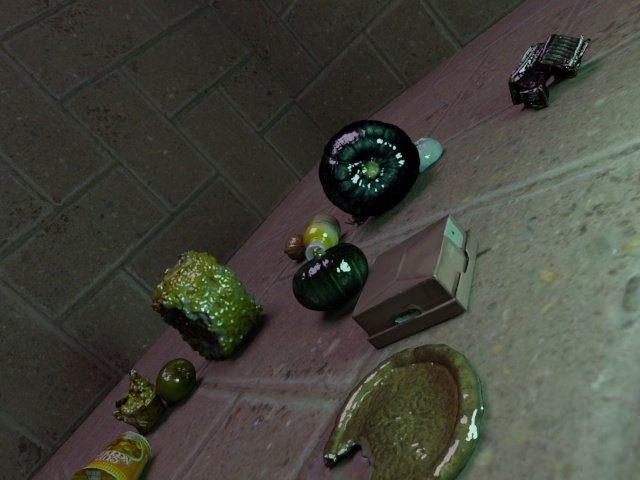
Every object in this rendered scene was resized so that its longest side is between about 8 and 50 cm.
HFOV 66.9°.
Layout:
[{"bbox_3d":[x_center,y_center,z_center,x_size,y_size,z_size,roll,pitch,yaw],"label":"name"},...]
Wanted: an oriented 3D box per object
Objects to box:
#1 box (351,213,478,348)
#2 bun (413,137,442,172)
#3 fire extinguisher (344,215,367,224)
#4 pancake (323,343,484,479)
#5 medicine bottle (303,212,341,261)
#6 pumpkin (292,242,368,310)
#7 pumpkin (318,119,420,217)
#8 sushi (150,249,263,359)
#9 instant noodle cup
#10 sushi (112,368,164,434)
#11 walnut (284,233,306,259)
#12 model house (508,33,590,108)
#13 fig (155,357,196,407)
[{"bbox_3d":[0.179,0.075,0.924,0.215,0.086,0.215,-34,15,38],"label":"box"},{"bbox_3d":[0.332,-0.284,1.607,0.141,0.083,0.141,-44,14,14],"label":"bun"},{"bbox_3d":[0.154,-0.106,1.680,0.064,0.043,0.158,28,66,32],"label":"fire extinguisher"},{"bbox_3d":[0.104,0.259,0.689,0.286,0.033,0.288,-37,15,24],"label":"pancake"},{"bbox_3d":[0.000,0.000,1.639,0.121,0.122,0.213,-38,14,23],"label":"medicine bottle"},{"bbox_3d":[0.024,0.086,1.218,0.211,0.152,0.212,-36,14,10],"label":"pumpkin"},{"bbox_3d":[0.148,-0.224,1.520,0.315,0.315,0.238,-42,15,10],"label":"pumpkin"},{"bbox_3d":[-0.401,0.218,1.658,0.240,0.351,0.396,-51,13,-29],"label":"sushi"},{"bbox_3d":[-0.557,0.629,1.324,0.168,0.168,0.185,-40,5,15],"label":"instant noodle cup"},{"bbox_3d":[-0.635,0.563,1.686,0.167,0.179,0.296,-54,14,-16],"label":"sushi"},{"bbox_3d":[-0.092,0.027,1.901,0.105,0.105,0.124,-49,10,-20],"label":"walnut"},{"bbox_3d":[0.591,-0.427,1.243,0.203,0.141,0.164,-62,30,17],"label":"model house"},{"bbox_3d":[-0.479,0.495,1.640,0.126,0.185,0.133,-1,31,8],"label":"fig"}]
